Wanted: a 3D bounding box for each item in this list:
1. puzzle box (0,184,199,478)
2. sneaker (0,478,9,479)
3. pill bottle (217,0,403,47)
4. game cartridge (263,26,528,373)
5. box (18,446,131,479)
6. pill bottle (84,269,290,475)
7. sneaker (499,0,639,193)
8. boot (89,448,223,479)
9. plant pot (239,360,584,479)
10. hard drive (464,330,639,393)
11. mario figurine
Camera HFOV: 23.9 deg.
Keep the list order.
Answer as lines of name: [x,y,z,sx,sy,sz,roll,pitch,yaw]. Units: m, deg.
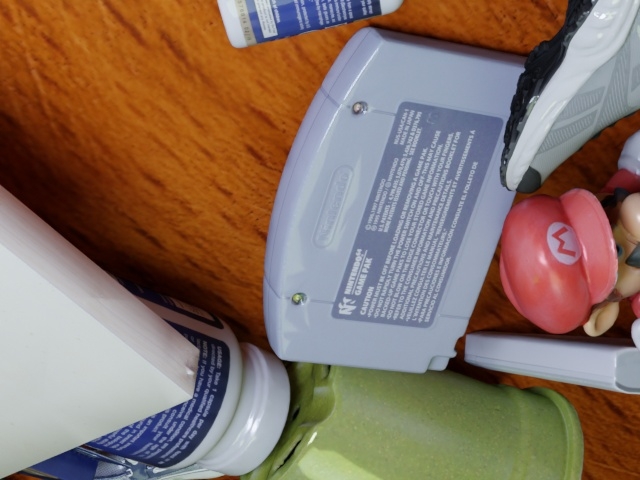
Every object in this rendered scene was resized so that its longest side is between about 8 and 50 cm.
puzzle box: [-0.320,0.036,1.114,0.272,0.052,0.409,-24,130,28]
sneaker: [-0.359,0.274,1.543,0.122,0.110,0.283,-35,160,-26]
pill bottle: [0.007,-0.201,1.088,0.169,0.094,0.094,-13,140,1]
game cartridge: [0.061,-0.029,1.262,0.196,0.060,0.294,6,114,-27]
box: [-0.301,0.189,1.398,0.225,0.036,0.136,9,165,22]
pill bottle: [-0.166,0.121,1.372,0.264,0.153,0.153,25,128,-34]
sneaker: [0.209,-0.117,1.123,0.108,0.100,0.271,20,142,-7]
boot: [-0.176,0.207,1.546,0.190,0.069,0.086,-11,133,-14]
plant pot: [0.070,0.216,1.476,0.254,0.276,0.276,29,127,-17]
hard drive: [0.289,0.114,1.418,0.203,0.040,0.307,4,179,-18]
mario figurine: [0.292,0.001,1.264,0.320,0.198,0.170,-2,112,-39]
